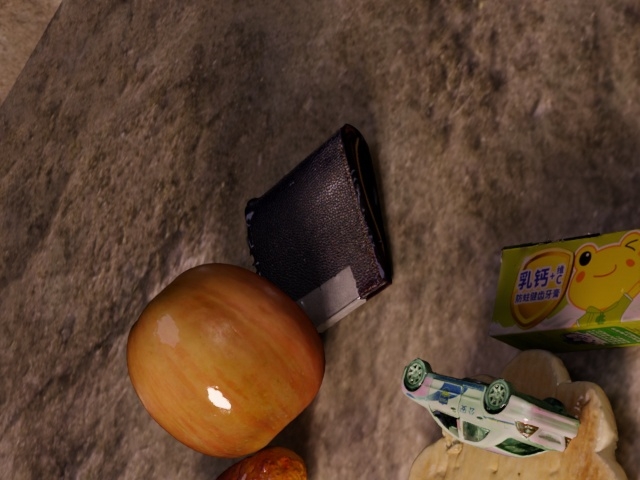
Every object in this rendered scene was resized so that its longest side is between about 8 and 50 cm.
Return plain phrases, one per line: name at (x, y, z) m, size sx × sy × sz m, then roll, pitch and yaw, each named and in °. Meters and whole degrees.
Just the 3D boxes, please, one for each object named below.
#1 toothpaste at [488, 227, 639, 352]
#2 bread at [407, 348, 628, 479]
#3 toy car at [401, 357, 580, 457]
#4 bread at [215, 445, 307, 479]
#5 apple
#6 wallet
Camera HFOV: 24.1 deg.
toothpaste at (0.323, 0.050, 1.594) m, size 0.327 × 0.077 × 0.110 m, roll -12°, pitch 62°, yaw 50°
bread at (0.212, 0.271, 1.627) m, size 0.316 × 0.054 × 0.316 m, roll -30°, pitch 48°, yaw 41°
toy car at (0.173, 0.184, 1.610) m, size 0.224 × 0.090 × 0.076 m, roll 8°, pitch 80°, yaw 54°
bread at (-0.114, 0.355, 1.975) m, size 0.269 × 0.095 × 0.139 m, roll -27°, pitch 48°, yaw 39°
apple at (-0.131, 0.154, 1.958) m, size 0.242 × 0.241 × 0.242 m, roll -43°, pitch 7°, yaw 6°
wallet at (0.000, 0.000, 2.076) m, size 0.221 × 0.071 × 0.262 m, roll -35°, pitch 50°, yaw 33°
